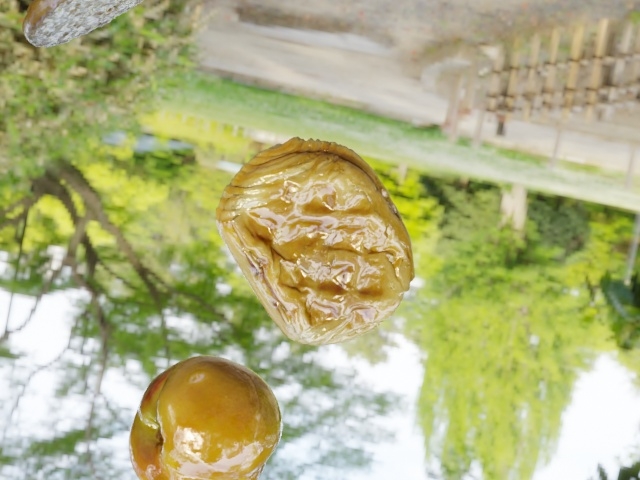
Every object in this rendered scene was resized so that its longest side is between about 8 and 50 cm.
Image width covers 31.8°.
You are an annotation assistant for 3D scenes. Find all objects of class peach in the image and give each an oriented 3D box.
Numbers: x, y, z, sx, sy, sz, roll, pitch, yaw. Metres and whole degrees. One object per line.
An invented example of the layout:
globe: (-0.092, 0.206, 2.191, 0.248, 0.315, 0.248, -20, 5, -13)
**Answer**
peach: (-0.099, 0.167, 0.994, 0.138, 0.138, 0.138, 11, -177, -1)

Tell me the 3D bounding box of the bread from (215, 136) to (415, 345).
bread: (0.000, 0.000, 0.562, 0.083, 0.110, 0.044, -32, -160, 1)

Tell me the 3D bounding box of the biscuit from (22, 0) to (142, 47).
biscuit: (-0.186, -0.233, 1.005, 0.188, 0.027, 0.188, -33, -177, 2)
